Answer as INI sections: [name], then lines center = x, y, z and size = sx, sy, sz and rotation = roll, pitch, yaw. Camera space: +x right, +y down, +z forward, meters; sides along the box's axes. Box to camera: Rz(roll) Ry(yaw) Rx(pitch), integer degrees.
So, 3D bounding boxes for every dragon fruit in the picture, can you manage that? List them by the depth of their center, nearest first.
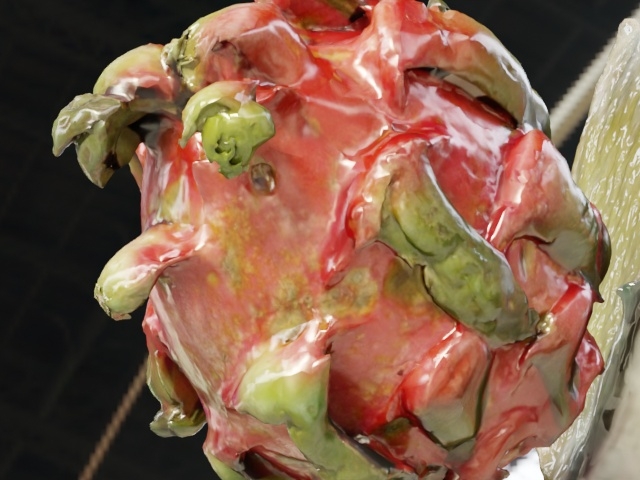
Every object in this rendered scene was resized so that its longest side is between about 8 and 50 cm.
[dragon fruit]
center = 0.000, 0.000, 0.609
size = 0.166, 0.160, 0.172
rotation = -26, -71, 7

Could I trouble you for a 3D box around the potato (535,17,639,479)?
[potato]
center = 0.209, 0.027, 0.854
size = 0.211, 0.264, 0.189
rotation = 17, -78, -6
